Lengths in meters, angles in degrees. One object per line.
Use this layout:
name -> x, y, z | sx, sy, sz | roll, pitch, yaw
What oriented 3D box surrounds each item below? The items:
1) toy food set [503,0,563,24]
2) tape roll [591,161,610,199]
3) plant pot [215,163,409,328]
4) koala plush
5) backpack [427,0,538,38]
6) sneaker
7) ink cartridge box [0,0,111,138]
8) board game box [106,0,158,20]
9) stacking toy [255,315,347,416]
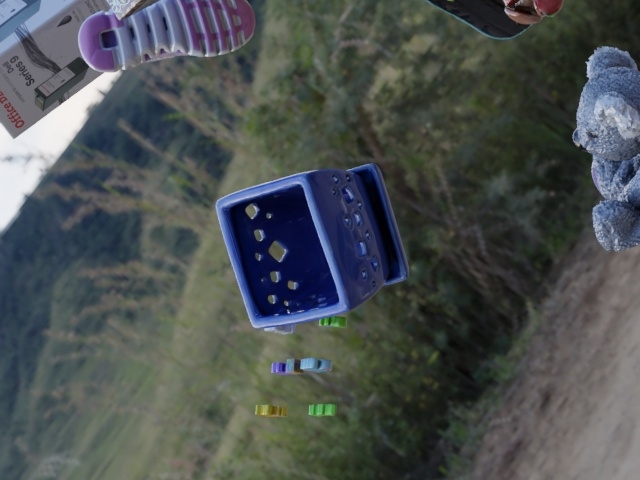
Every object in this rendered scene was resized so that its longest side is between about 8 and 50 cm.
toy food set -> 0.244, -0.319, 1.525 | 0.128, 0.218, 0.071 | -92, 16, -70
tape roll -> 0.550, -0.128, 1.951 | 0.080, 0.189, 0.189 | -61, 5, -36
plant pot -> 0.000, 0.000, 1.972 | 0.212, 0.236, 0.236 | -18, 2, -44
koala plush -> 0.418, -0.141, 1.556 | 0.203, 0.221, 0.196 | -25, 25, 27
backpack -> 0.264, -0.412, 1.824 | 0.166, 0.188, 0.144 | -52, 14, 30
sneaker -> -0.207, -0.287, 1.608 | 0.236, 0.095, 0.104 | -11, 8, -3
ink cartridge box -> -0.481, -0.338, 2.034 | 0.289, 0.121, 0.211 | -39, -24, -8
board game box -> -0.127, -0.410, 1.373 | 0.232, 0.141, 0.291 | -37, 9, -36
stacking toy -> -0.028, 0.217, 2.016 | 0.221, 0.052, 0.166 | -12, 69, 52
